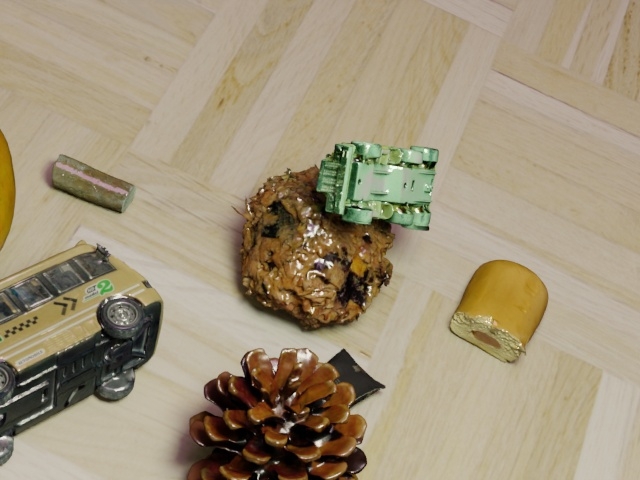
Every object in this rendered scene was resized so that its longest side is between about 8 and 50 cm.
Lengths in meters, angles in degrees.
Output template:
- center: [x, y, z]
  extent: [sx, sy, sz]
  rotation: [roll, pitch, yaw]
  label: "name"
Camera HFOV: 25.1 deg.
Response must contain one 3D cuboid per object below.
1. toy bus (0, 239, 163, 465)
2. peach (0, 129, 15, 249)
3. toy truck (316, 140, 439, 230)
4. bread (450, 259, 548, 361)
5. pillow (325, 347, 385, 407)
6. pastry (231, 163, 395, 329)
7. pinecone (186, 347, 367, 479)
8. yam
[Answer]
- center: [-0.404, 0.148, 1.980]
  extent: [0.365, 0.177, 0.202]
  rotation: [-27, 60, -33]
  label: "toy bus"
- center: [-0.569, -0.048, 2.005]
  extent: [0.307, 0.308, 0.332]
  rotation: [3, 80, -17]
  label: "peach"
- center: [0.073, -0.087, 2.177]
  extent: [0.135, 0.128, 0.259]
  rotation: [11, 6, 28]
  label: "toy truck"
- center: [0.295, 0.105, 2.324]
  extent: [0.134, 0.085, 0.173]
  rotation: [28, 49, 3]
  label: "bread"
- center: [0.018, 0.223, 2.155]
  extent: [0.150, 0.048, 0.090]
  rotation: [-30, 77, -39]
  label: "pillow"
- center: [0.000, 0.000, 2.231]
  extent: [0.274, 0.193, 0.275]
  rotation: [10, 48, -12]
  label: "pastry"
- center: [-0.053, 0.260, 1.970]
  extent: [0.264, 0.264, 0.264]
  rotation: [10, 50, -12]
  label: "pinecone"
- center: [-0.359, -0.088, 2.266]
  extent: [0.132, 0.054, 0.054]
  rotation: [22, 49, -3]
  label: "yam"
